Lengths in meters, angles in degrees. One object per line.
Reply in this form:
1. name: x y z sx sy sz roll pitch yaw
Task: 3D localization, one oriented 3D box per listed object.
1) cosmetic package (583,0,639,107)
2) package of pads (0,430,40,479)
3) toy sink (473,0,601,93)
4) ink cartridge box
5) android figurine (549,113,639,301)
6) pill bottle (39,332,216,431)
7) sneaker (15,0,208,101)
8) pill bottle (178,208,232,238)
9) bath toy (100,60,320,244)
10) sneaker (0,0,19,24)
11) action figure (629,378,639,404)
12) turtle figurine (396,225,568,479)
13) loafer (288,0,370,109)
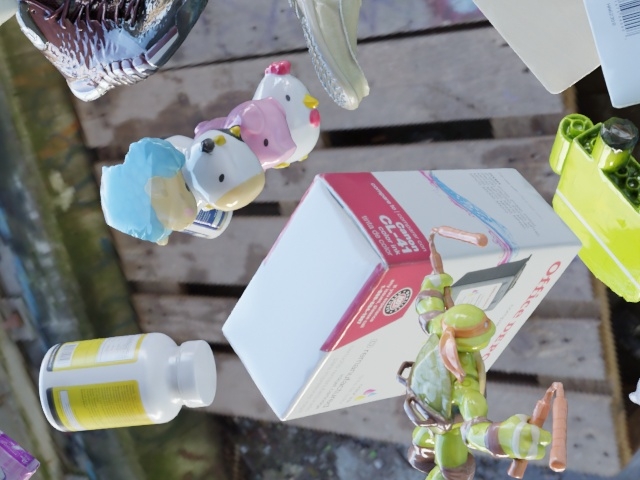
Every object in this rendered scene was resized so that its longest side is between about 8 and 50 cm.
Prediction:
1. cosmetic package: 0.439 -0.305 1.353 0.138 0.224 0.224 -8 104 47
2. package of pads: -0.274 0.198 0.908 0.050 0.032 0.083 41 96 -3
3. toy sink: 0.371 -0.382 1.784 0.234 0.131 0.153 47 128 -7
4. ink cartridge box: 0.087 0.048 1.139 0.131 0.306 0.226 54 129 31
5. android figurine: 0.353 -0.029 1.310 0.248 0.056 0.273 53 168 24
6. pill bottle: -0.217 0.160 1.273 0.184 0.103 0.103 -7 108 13
7. sneaker: -0.258 -0.255 1.256 0.162 0.106 0.281 40 146 -26
8. pill bottle: -0.233 -0.064 1.821 0.094 0.169 0.094 -14 69 41
9. bath toy: -0.098 -0.111 1.268 0.151 0.348 0.129 18 119 21
10. sneaker: -0.349 -0.195 0.832 0.350 0.131 0.148 4 141 53
11. action figure: 0.563 0.196 1.403 0.330 0.341 0.178 9 150 9
12. turtle figurine: 0.106 0.132 0.867 0.269 0.087 0.217 -116 23 -51
13. loafer: 0.018 -0.308 1.540 0.102 0.092 0.268 83 167 -72
